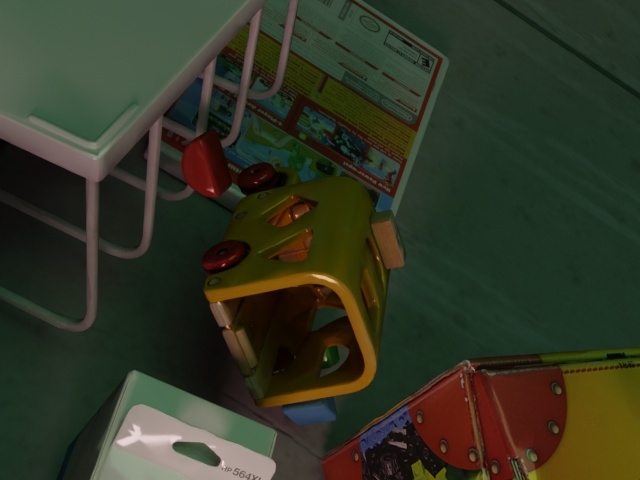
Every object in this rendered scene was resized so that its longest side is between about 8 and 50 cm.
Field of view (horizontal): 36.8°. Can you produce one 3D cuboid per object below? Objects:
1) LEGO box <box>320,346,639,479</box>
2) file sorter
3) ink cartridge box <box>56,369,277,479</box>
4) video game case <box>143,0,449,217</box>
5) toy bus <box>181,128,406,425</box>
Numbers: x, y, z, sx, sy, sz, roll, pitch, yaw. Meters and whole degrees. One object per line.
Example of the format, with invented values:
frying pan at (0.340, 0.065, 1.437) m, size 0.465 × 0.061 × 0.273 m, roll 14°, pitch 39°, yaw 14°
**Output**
LEGO box at (0.296, 0.269, 0.653) m, size 0.499 × 0.193 × 0.373 m, roll 0°, pitch 61°, yaw -30°
file sorter at (-0.150, -0.113, 0.625) m, size 0.192 × 0.173 × 0.278 m, roll 25°, pitch 49°, yaw 9°
ink cartridge box at (-0.094, 0.145, 0.534) m, size 0.092 × 0.143 × 0.090 m, roll 25°, pitch 52°, yaw -15°
video game case at (-0.005, -0.120, 0.831) m, size 0.204 × 0.025 × 0.285 m, roll 31°, pitch 50°, yaw -11°
toy bus at (0.000, 0.011, 0.623) m, size 0.191 × 0.104 × 0.202 m, roll 31°, pitch 50°, yaw -68°
